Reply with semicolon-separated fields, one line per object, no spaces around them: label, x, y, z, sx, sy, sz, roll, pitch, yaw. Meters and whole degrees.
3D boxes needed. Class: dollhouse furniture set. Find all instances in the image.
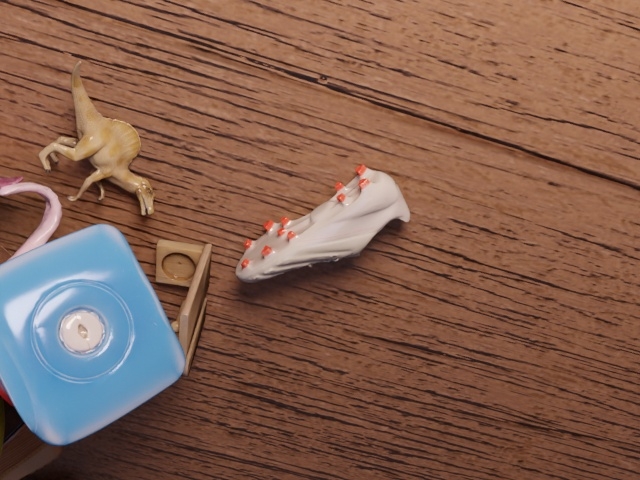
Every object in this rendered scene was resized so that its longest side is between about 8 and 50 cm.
dollhouse furniture set;-0.204;0.086;0.991;0.151;0.123;0.144;8;124;0

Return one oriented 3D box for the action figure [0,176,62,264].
action figure;-0.415;-0.101;0.785;0.275;0.248;0.370;19;142;11

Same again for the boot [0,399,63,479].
boot;-0.443;0.222;1.061;0.248;0.090;0.207;-34;114;-10

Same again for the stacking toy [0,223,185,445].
stacking toy;-0.281;0.107;0.968;0.302;0.165;0.175;-20;97;61

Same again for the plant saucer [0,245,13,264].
plant saucer;-0.411;0.059;1.051;0.168;0.029;0.168;2;124;3

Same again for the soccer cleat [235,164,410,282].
soccer cleat;0.000;0.000;0.950;0.196;0.068;0.076;-31;119;20

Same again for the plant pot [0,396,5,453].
plant pot;-0.476;0.150;0.833;0.274;0.275;0.293;-2;155;7

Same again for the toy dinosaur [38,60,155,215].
toy dinosaur;-0.228;-0.097;0.924;0.092;0.053;0.183;-23;128;2
